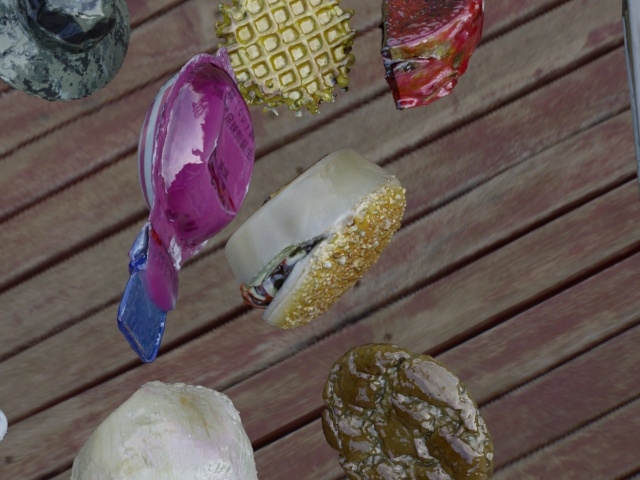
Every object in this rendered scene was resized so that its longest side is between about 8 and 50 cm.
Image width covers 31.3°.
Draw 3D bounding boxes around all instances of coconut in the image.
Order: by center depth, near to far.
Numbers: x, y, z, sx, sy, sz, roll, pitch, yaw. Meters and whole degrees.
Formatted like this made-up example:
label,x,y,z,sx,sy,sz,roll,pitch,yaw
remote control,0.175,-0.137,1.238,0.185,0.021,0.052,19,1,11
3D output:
label,x,y,z,sx,sy,sz,roll,pitch,yaw
coconut,-0.233,0.385,1.750,0.297,0.297,0.254,-32,39,-1

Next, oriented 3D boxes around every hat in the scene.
label,x,y,z,sx,sy,sz,roll,pitch,yaw
hat,-0.337,-0.321,1.515,0.265,0.128,0.265,5,83,-38

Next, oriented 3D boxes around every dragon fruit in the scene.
label,x,y,z,sx,sy,sz,roll,pitch,yaw
dragon fruit,0.144,-0.277,1.519,0.189,0.261,0.163,-29,122,29

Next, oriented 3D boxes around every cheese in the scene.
label,x,y,z,sx,sy,sz,roll,pitch,yaw
cheese,-0.100,-0.032,0.828,0.062,0.155,0.244,7,62,16

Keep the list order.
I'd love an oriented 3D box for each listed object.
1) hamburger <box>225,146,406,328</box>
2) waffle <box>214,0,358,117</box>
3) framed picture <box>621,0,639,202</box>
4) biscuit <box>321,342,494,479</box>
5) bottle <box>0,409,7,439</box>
label,x,y,z,sx,sy,sz,roll,pitch,yaw
hamburger,0.000,0.000,1.696,0.302,0.302,0.170,-40,84,-2
waffle,-0.048,-0.266,1.537,0.193,0.070,0.197,7,92,-14
framed picture,0.455,-0.228,1.642,0.024,0.232,0.315,-5,77,13
biscuit,0.087,0.209,1.229,0.226,0.226,0.042,49,45,7
bottle,-0.474,0.207,1.506,0.060,0.217,0.060,-11,110,-32
